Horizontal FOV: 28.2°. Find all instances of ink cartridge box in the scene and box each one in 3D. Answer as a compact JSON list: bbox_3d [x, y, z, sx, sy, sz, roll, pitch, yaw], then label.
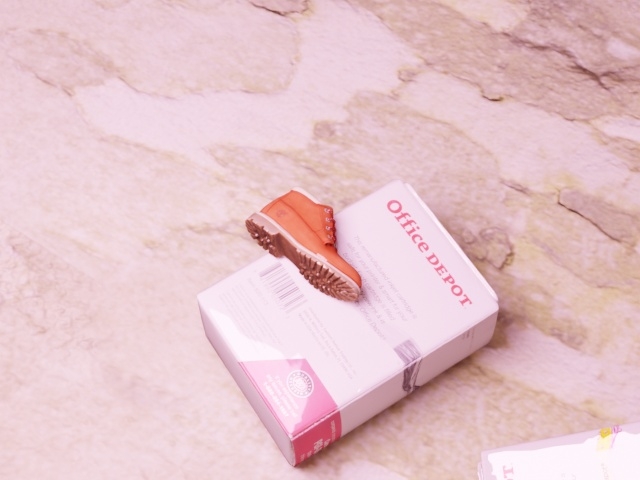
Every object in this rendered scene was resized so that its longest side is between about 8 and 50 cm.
[{"bbox_3d":[0.320,0.300,1.305,0.278,0.117,0.201,-15,62,21],"label":"ink cartridge box"},{"bbox_3d":[0.032,0.092,1.459,0.283,0.117,0.207,-30,66,-14],"label":"ink cartridge box"}]

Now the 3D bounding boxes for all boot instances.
[{"bbox_3d":[0.000,0.000,1.410,0.158,0.059,0.085,40,64,23],"label":"boot"}]
